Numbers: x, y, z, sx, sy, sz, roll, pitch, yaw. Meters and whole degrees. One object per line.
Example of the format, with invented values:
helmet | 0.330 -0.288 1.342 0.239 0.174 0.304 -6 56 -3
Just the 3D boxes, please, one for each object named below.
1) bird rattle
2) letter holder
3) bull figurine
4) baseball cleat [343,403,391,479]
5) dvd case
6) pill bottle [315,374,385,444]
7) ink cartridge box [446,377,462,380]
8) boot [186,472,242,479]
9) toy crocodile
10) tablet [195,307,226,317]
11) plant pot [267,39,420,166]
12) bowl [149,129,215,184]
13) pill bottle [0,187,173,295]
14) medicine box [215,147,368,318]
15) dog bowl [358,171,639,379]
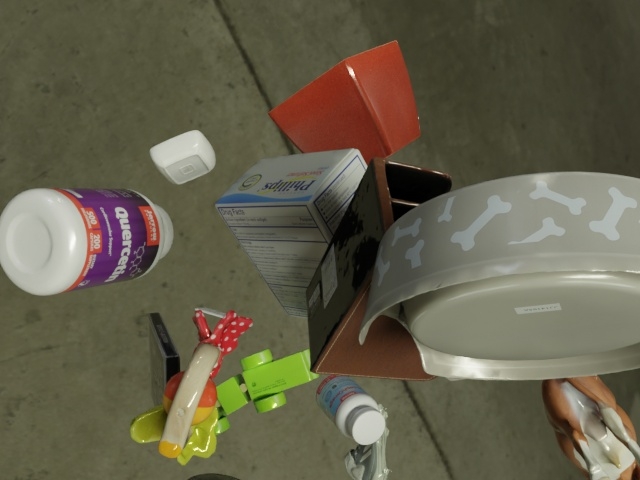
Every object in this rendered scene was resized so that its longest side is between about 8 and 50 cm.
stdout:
bird rattle | -0.185 0.229 1.051 0.143 0.207 0.254 29 92 -5
letter holder | 0.126 0.058 0.959 0.214 0.302 0.152 9 48 -16
bull figurine | 0.392 0.288 0.928 0.310 0.101 0.188 46 13 -33
baseball cleat | 0.102 0.469 1.546 0.072 0.109 0.206 -9 99 -64
dvd case | -0.294 0.256 1.278 0.029 0.238 0.180 -3 103 -20
pill bottle | 0.056 0.317 1.285 0.087 0.160 0.087 -6 104 -22
ink cartridge box | 0.274 0.224 1.329 0.180 0.104 0.060 37 47 -41
boot | -0.136 0.407 1.049 0.161 0.246 0.084 61 44 -58
toy crocodile | -0.166 0.305 1.373 0.115 0.340 0.105 65 6 5
tablet | -0.243 0.168 1.577 0.054 0.083 0.006 11 92 -68
plant pot | 0.087 -0.295 1.652 0.267 0.267 0.236 -35 97 -50
bowl | -0.328 -0.191 1.650 0.142 0.141 0.053 64 5 -64
pill bottle | -0.415 -0.006 1.262 0.323 0.181 0.182 -11 90 -67
medicine box | 0.000 0.000 1.220 0.149 0.263 0.289 -48 121 -31
dog bowl | 0.210 0.049 0.669 0.348 0.348 0.102 26 55 -43
